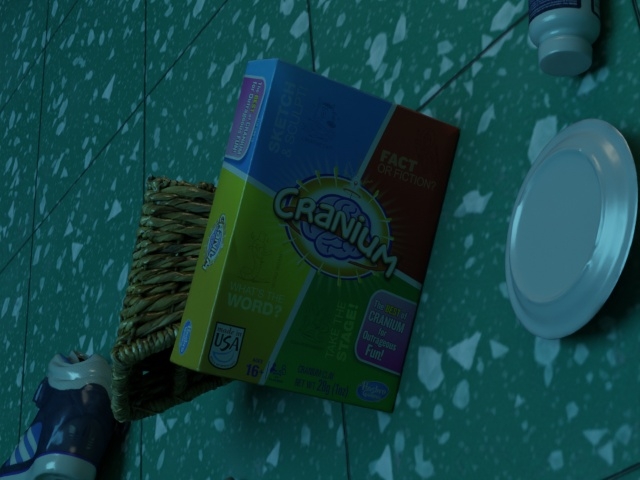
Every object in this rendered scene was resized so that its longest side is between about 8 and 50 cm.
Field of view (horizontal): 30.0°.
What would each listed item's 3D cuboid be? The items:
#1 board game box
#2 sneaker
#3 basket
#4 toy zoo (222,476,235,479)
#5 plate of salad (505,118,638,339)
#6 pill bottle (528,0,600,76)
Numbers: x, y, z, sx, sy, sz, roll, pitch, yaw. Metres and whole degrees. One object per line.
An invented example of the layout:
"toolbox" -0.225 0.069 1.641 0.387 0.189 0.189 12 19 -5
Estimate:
"board game box" 0.000 0.000 1.236 0.064 0.242 0.316 7 82 58
"sneaker" -0.413 0.299 1.901 0.323 0.130 0.236 -37 36 52
"basket" -0.120 0.093 1.380 0.299 0.214 0.223 114 165 -65
"toy zoo" -0.194 0.375 1.354 0.192 0.293 0.030 32 137 59
"plate of salad" 0.226 -0.009 1.062 0.200 0.048 0.199 -167 90 -70
"pill bottle" 0.231 -0.219 1.135 0.067 0.067 0.120 -26 54 51
